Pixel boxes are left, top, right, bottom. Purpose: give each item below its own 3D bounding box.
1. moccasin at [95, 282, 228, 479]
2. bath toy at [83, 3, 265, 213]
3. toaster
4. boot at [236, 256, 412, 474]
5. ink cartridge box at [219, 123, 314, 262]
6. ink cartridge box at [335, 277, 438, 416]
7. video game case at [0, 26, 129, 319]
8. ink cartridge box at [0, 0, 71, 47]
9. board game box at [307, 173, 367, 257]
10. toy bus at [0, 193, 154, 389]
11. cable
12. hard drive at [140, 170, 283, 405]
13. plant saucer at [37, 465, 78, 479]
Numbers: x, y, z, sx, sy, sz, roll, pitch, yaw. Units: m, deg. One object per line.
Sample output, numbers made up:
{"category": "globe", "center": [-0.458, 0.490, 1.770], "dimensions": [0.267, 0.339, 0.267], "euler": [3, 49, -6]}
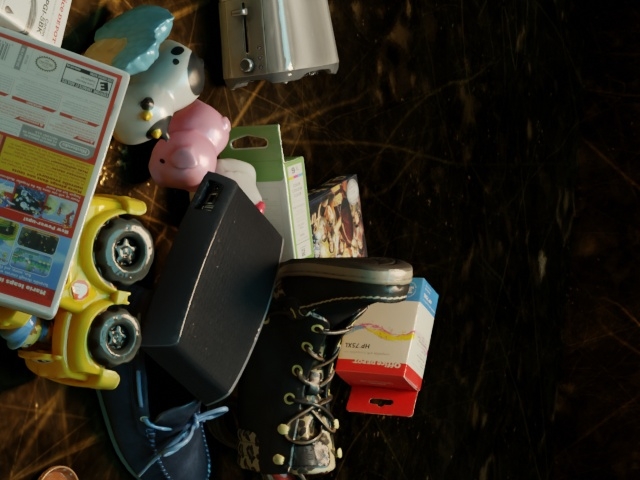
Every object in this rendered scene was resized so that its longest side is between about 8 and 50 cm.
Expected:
{"category": "moccasin", "center": [-0.205, 0.203, 1.487], "dimensions": [0.137, 0.117, 0.342], "euler": [-59, 139, -42]}
{"category": "bath toy", "center": [-0.173, -0.130, 1.530], "dimensions": [0.151, 0.129, 0.348], "euler": [-40, 133, -11]}
{"category": "toaster", "center": [-0.058, -0.307, 1.736], "dimensions": [0.227, 0.129, 0.146], "euler": [-23, 108, -58]}
{"category": "boot", "center": [-0.009, 0.168, 1.579], "dimensions": [0.138, 0.377, 0.284], "euler": [3, 82, -38]}
{"category": "ink cartridge box", "center": [-0.080, -0.068, 1.719], "dimensions": [0.062, 0.109, 0.209], "euler": [-29, 116, -58]}
{"category": "ink cartridge box", "center": [0.112, 0.181, 2.051], "dimensions": [0.078, 0.134, 0.231], "euler": [48, 49, -53]}
{"category": "video game case", "center": [-0.331, -0.081, 1.211], "dimensions": [0.204, 0.025, 0.285], "euler": [19, 68, -14]}
{"category": "ink cartridge box", "center": [-0.338, -0.272, 1.294], "dimensions": [0.135, 0.056, 0.099], "euler": [34, 60, -56]}
{"category": "board game box", "center": [0.000, 0.000, 1.937], "dimensions": [0.243, 0.042, 0.165], "euler": [-34, 120, -56]}
{"category": "toy bus", "center": [-0.308, 0.046, 1.286], "dimensions": [0.211, 0.149, 0.220], "euler": [11, 83, -48]}
{"category": "cable", "center": [-0.093, 0.321, 1.788], "dimensions": [0.287, 0.072, 0.139], "euler": [31, 73, -44]}
{"category": "hard drive", "center": [-0.125, 0.059, 1.466], "dimensions": [0.172, 0.054, 0.254], "euler": [52, 46, -44]}
{"category": "plant saucer", "center": [-0.315, 0.308, 1.396], "dimensions": [0.083, 0.013, 0.083], "euler": [-2, 93, -61]}
